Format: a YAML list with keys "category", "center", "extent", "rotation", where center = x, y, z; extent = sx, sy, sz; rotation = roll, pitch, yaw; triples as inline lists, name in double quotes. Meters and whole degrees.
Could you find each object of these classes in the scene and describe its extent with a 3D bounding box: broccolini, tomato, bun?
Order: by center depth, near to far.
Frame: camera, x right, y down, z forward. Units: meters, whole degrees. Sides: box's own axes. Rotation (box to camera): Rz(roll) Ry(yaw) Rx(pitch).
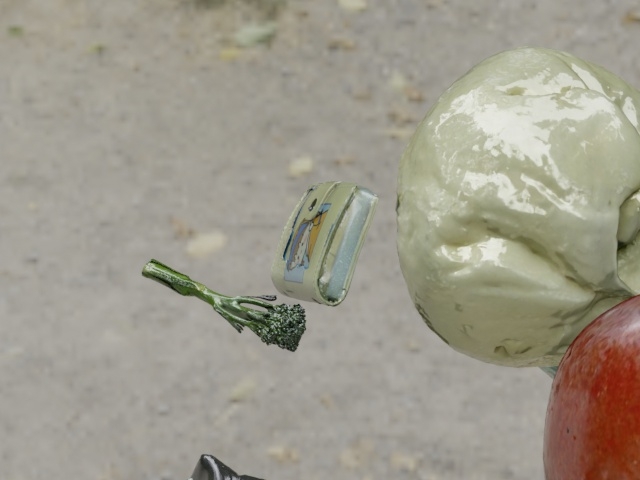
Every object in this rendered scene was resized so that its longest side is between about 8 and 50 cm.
- category: "tomato"
  center: [0.180, 0.090, 0.827]
  extent: [0.167, 0.167, 0.167]
  rotation: [1, 27, 0]
- category: "broccolini"
  center: [-0.068, 0.038, 1.230]
  extent: [0.140, 0.035, 0.030]
  rotation: [26, 5, 31]
- category: "bun"
  center: [0.181, -0.023, 1.288]
  extent: [0.160, 0.259, 0.259]
  rotation: [-6, 17, 42]

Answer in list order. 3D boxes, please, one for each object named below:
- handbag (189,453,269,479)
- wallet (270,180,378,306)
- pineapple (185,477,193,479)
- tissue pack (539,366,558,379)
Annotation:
- category: "handbag"
  center: [-0.143, 0.445, 2.075]
  extent: [0.152, 0.342, 0.288]
  rotation: [20, 54, 11]
- category: "wallet"
  center: [0.000, 0.000, 1.564]
  extent: [0.039, 0.110, 0.155]
  rotation: [21, -5, -16]
- category: "pineapple"
  center: [-0.146, 0.306, 1.711]
  extent: [0.103, 0.221, 0.083]
  rotation: [-25, 60, -8]
- category: "tissue pack"
  center: [0.342, 0.034, 1.555]
  extent: [0.228, 0.311, 0.128]
  rotation: [40, 9, -9]
